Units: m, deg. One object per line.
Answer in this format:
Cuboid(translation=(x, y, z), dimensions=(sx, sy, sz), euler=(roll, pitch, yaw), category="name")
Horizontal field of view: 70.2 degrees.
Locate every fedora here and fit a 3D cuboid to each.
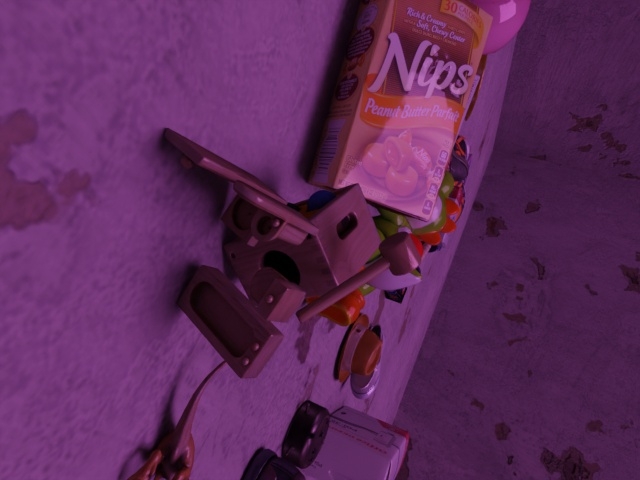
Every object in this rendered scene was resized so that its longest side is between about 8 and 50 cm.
Cuboid(translation=(0.111, 0.287, 1.179), dimensions=(0.194, 0.079, 0.195), euler=(-52, 151, -44), category="fedora")

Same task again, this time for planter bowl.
Cuboid(translation=(0.395, -0.454, 1.279), dimensions=(0.217, 0.090, 0.217), euler=(-49, 149, -44), category="planter bowl")

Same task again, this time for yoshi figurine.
Cuboid(translation=(0.095, -0.035, 0.832), dimensions=(0.362, 0.203, 0.203), euler=(-42, 105, -30), category="yoshi figurine")

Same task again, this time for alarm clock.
Cuboid(translation=(-0.022, 0.423, 0.987), dimensions=(0.129, 0.064, 0.192), euler=(-64, 161, -22), category="alarm clock")

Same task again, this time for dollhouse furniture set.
Cuboid(translation=(-0.094, 0.017, 0.406), dimensions=(0.151, 0.144, 0.123), euler=(-55, 149, 6), category="dollhouse furniture set")

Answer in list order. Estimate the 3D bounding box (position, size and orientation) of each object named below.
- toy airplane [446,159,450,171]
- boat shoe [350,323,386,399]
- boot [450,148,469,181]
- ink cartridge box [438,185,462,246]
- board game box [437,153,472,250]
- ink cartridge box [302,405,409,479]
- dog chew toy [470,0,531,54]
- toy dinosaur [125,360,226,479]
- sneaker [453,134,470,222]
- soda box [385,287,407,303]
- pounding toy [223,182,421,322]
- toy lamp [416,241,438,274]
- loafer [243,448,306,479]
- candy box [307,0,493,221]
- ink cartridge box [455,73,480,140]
Cuboid(translation=(0.251, -0.185, 0.958), dimensions=(0.151, 0.028, 0.151), euler=(-6, 90, -65), category="toy airplane")
Cuboid(translation=(0.131, 0.335, 1.292), dimensions=(0.226, 0.083, 0.076), euler=(-67, 151, -48), category="boat shoe")
Cuboid(translation=(0.283, -0.111, 1.058), dimensions=(0.189, 0.076, 0.209), euler=(28, 62, -42), category="boot")
Cuboid(translation=(0.349, -0.082, 1.408), dimensions=(0.127, 0.128, 0.176), euler=(23, 85, -69), category="ink cartridge box")
Cuboid(translation=(0.535, -0.168, 1.891), dimensions=(0.318, 0.065, 0.319), euler=(-46, 147, -50), category="board game box")
Cuboid(translation=(0.102, 0.544, 1.180), dimensions=(0.283, 0.207, 0.117), euler=(28, 79, -69), category="ink cartridge box")
Cuboid(translation=(0.264, -0.501, 0.784), dimensions=(0.206, 0.206, 0.332), euler=(-44, 138, -51), category="dog chew toy")
Cuboid(translation=(-0.161, 0.230, 0.509), dimensions=(0.112, 0.064, 0.212), euler=(-69, 178, -67), category="toy dinosaur")
Cuboid(translation=(0.419, -0.189, 1.544), dimensions=(0.180, 0.124, 0.322), euler=(-33, 126, -53), category="sneaker")
Cuboid(translation=(0.227, 0.128, 1.376), dimensions=(0.060, 0.053, 0.169), euler=(-62, 156, -24), category="soda box")
Cuboid(translation=(0.000, 0.003, 0.492), dimensions=(0.181, 0.205, 0.094), euler=(-42, 112, -53), category="pounding toy")
Cuboid(translation=(0.364, 0.045, 1.619), dimensions=(0.275, 0.080, 0.080), euler=(-47, 148, -50), category="toy lamp")
Cuboid(translation=(-0.120, 0.517, 0.762), dimensions=(0.303, 0.095, 0.109), euler=(-67, 158, -13), category="loafer")
Cuboid(translation=(0.117, -0.205, 0.667), dimensions=(0.182, 0.087, 0.317), euler=(15, 94, -30), category="candy box")
Cuboid(translation=(0.251, -0.272, 1.077), dimensions=(0.238, 0.060, 0.275), euler=(-8, 123, -44), category="ink cartridge box")
